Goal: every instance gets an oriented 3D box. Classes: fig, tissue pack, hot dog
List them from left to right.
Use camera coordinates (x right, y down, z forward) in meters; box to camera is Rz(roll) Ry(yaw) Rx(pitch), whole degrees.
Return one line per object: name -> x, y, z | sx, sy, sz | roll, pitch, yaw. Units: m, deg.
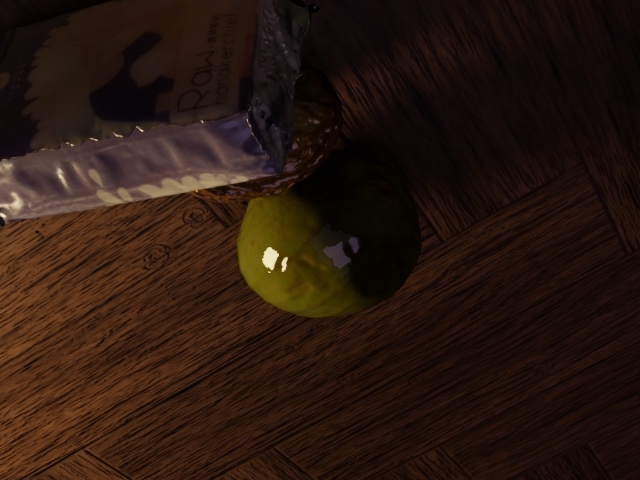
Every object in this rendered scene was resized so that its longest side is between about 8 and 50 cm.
tissue pack -> -0.196, -0.155, 0.893 | 0.343, 0.242, 0.125 | -10, 139, 17
hot dog -> -0.105, -0.129, 1.037 | 0.259, 0.175, 0.114 | -15, 138, -11
fig -> 0.000, 0.000, 1.152 | 0.239, 0.239, 0.271 | 25, 140, -30

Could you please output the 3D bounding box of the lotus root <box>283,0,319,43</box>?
lotus root -> -0.106, -0.293, 0.974 | 0.203, 0.078, 0.183 | 13, 139, -15
